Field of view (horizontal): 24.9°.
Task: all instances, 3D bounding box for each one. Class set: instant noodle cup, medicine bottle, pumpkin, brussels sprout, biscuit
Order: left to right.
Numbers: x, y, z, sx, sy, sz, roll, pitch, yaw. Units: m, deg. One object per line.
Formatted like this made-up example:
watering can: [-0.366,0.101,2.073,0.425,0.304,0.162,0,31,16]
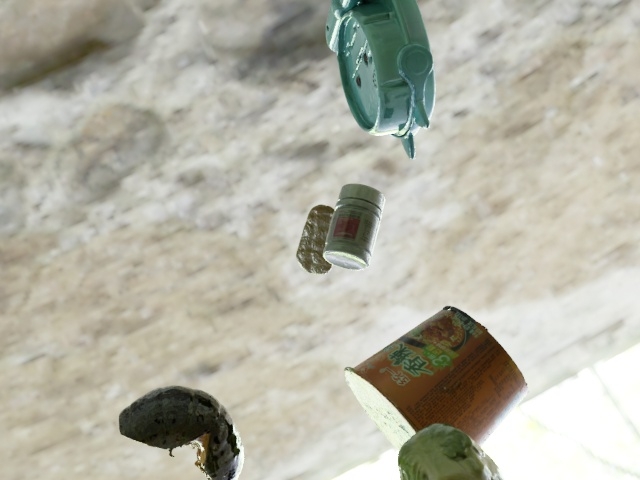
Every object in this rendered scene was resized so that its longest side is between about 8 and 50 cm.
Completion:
pumpkin: [-0.167,0.258,1.934,0.183,0.119,0.107,40,-80,-21]
biscuit: [0.000,0.000,2.500,0.018,0.071,0.147,-50,-18,-52]
medicine bottle: [0.041,-0.016,1.740,0.058,0.091,0.058,13,-21,5]
instant noodle cup: [0.173,0.214,2.071,0.182,0.230,0.230,-41,-22,-11]
brussels sprout: [0.157,0.293,1.739,0.117,0.155,0.155,-40,-25,6]

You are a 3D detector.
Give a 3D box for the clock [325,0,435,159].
clock: [0.092,-0.259,2.134,0.094,0.274,0.223,-12,-22,-14]
